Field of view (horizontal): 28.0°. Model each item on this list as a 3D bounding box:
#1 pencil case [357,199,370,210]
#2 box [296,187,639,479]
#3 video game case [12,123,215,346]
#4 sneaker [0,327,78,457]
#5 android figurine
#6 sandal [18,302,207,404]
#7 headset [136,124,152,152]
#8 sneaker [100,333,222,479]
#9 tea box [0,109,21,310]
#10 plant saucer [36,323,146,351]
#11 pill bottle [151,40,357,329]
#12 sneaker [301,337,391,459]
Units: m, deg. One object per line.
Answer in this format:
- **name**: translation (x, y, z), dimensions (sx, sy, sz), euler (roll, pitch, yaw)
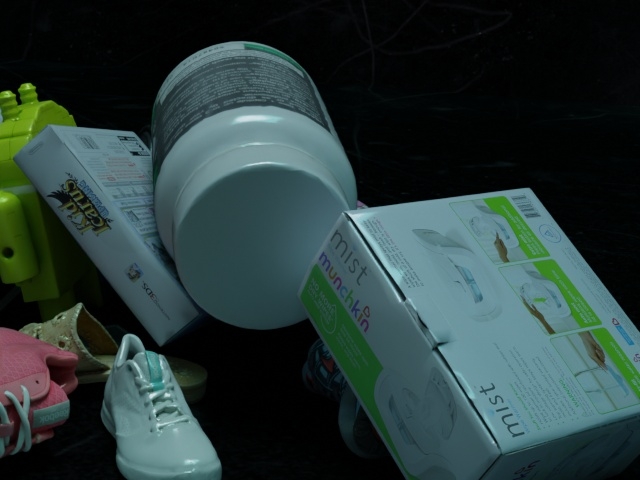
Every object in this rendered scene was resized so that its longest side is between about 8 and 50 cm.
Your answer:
- **pencil case**: translation (0.000, 0.000, 1.578), dimensions (0.160, 0.167, 0.386), euler (-24, 21, -11)
- **box**: translation (0.148, 0.092, 1.131), dimensions (0.231, 0.127, 0.262), euler (-9, 53, -36)
- **video game case**: translation (-0.190, -0.012, 1.392), dimensions (0.244, 0.061, 0.269), euler (50, 10, 4)
- **sneaker**: translation (-0.287, 0.139, 1.089), dimensions (0.136, 0.116, 0.314), euler (6, 16, 2)
- **android figurine**: translation (-0.304, -0.038, 1.424), dimensions (0.056, 0.273, 0.248), euler (-9, 15, 10)
- **sandal**: translation (-0.228, 0.100, 1.271), dimensions (0.240, 0.079, 0.088), euler (9, 21, 1)
- **headset**: translation (-0.183, -0.058, 1.845), dimensions (0.243, 0.185, 0.394), euler (13, 1, 4)
- **sneaker**: translation (-0.148, 0.147, 1.133), dimensions (0.080, 0.094, 0.212), euler (-3, 17, -27)
- **tea box**: translation (-0.512, -0.014, 1.367), dimensions (0.323, 0.220, 0.329), euler (1, 15, 4)
- **plant saucer**: translation (-0.283, 0.115, 1.354), dimensions (0.192, 0.018, 0.067), euler (-6, 19, -35)
- **pill bottle**: translation (-0.073, -0.066, 1.337), dimensions (0.204, 0.204, 0.361), euler (2, 23, -9)
- **sneaker**: translation (0.042, 0.139, 1.260), dimensions (0.125, 0.104, 0.262), euler (-24, 18, 20)
